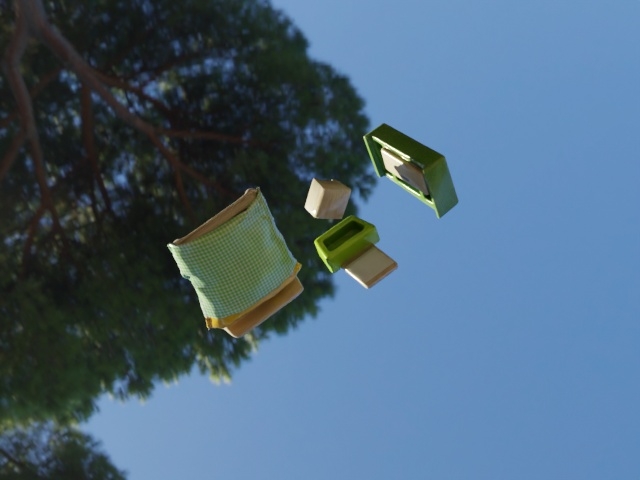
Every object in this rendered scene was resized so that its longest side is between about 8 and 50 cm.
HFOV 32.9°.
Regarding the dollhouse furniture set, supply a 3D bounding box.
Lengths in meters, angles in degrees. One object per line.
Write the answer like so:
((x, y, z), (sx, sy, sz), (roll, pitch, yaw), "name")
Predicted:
((0.000, 0.000, 0.604), (0.152, 0.076, 0.058), (-36, -137, -14), "dollhouse furniture set")
